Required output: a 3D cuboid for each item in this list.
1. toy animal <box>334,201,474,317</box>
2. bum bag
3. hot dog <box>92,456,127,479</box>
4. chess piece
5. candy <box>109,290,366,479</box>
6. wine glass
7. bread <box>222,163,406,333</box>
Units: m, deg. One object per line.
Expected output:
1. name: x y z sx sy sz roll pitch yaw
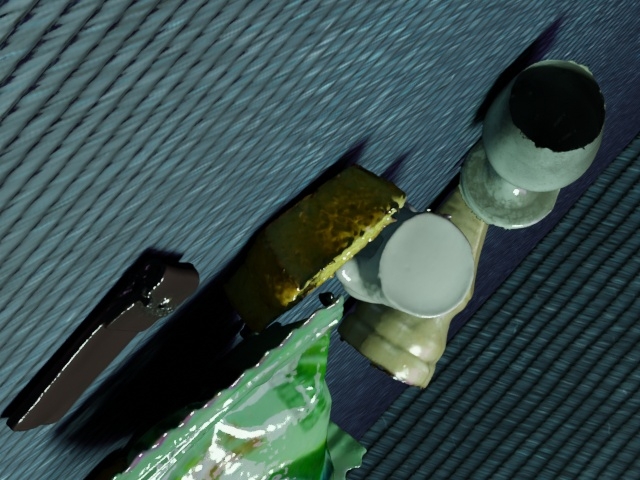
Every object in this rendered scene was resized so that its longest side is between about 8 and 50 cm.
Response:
1. toy animal: 0.057 0.008 1.855 0.221 0.130 0.104 -161 -99 -73
2. bum bag: -0.150 0.075 1.315 0.159 0.026 0.109 -48 172 6
3. hot dog: -0.224 0.266 1.724 0.165 0.045 0.071 -47 170 -3
4. chess piece: 0.144 0.018 2.211 0.301 0.137 0.137 -59 170 6
5. candy: -0.071 0.188 1.651 0.263 0.172 0.398 -51 169 -17
6. wine glass: 0.225 -0.100 1.993 0.126 0.126 0.241 -45 172 -15
7. bread: 0.000 0.000 1.569 0.187 0.065 0.103 -37 168 -32
